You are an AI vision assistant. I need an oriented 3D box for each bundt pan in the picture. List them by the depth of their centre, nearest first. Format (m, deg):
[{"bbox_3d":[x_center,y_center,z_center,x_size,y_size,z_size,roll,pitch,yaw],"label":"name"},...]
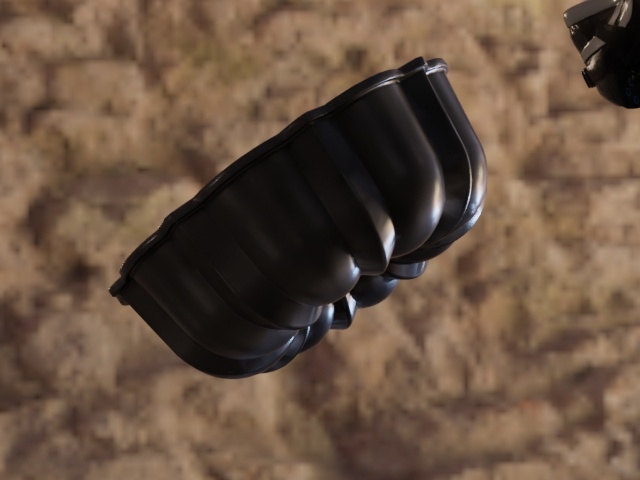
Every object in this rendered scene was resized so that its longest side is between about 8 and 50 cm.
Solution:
[{"bbox_3d":[0.000,0.000,1.589,0.331,0.124,0.331,-34,171,-6],"label":"bundt pan"}]

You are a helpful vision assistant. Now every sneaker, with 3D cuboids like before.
[{"bbox_3d":[0.319,-0.189,1.872,0.079,0.121,0.217,-22,-178,-23],"label":"sneaker"}]
